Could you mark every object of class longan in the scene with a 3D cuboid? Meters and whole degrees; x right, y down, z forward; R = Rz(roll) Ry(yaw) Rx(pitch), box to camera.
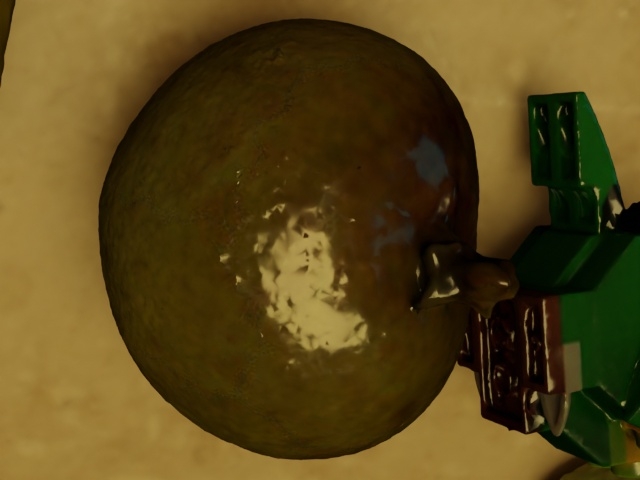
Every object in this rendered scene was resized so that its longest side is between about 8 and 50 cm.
[{"bbox_3d":[0.000,0.000,0.483,0.145,0.176,0.154,-42,122,-38],"label":"longan"}]

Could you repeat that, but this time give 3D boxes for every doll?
[{"bbox_3d":[0.147,0.036,0.566,0.186,0.106,0.134,25,83,-21],"label":"doll"}]

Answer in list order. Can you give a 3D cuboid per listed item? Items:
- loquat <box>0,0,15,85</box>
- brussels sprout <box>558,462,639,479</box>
[{"bbox_3d":[-0.214,-0.074,0.392,0.246,0.213,0.213,1,117,29],"label":"loquat"},{"bbox_3d":[0.175,0.176,0.616,0.149,0.122,0.151,29,103,-25],"label":"brussels sprout"}]
